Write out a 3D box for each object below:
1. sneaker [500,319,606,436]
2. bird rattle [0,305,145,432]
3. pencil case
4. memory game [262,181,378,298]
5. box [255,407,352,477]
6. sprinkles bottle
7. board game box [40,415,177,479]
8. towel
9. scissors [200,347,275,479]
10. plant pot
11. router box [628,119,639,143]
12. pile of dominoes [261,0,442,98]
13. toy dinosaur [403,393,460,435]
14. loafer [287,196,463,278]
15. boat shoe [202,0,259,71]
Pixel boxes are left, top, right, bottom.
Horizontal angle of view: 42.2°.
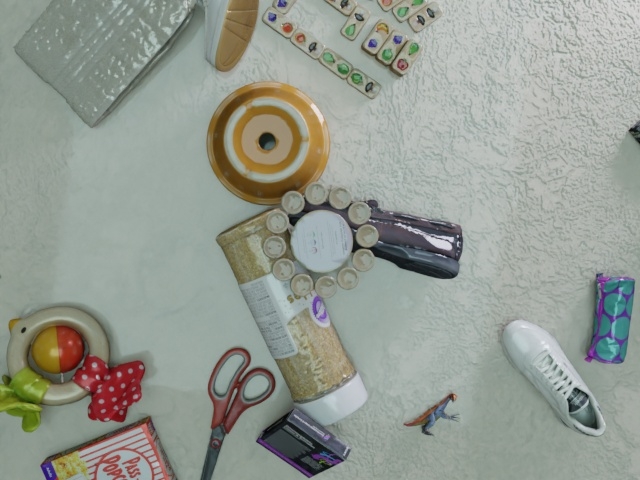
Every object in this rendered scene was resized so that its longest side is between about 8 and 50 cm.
[{"bbox_3d":[0.400,0.231,1.408,0.090,0.095,0.235,-41,93,3],"label":"sneaker"},{"bbox_3d":[-0.420,0.208,1.362,0.253,0.143,0.207,-10,78,-4],"label":"bird rattle"},{"bbox_3d":[0.495,0.135,1.419,0.070,0.064,0.151,3,94,-18],"label":"pencil case"},{"bbox_3d":[0.000,0.000,1.302,0.186,0.012,0.186,0,93,-6],"label":"memory game"},{"bbox_3d":[-0.030,0.338,1.373,0.116,0.162,0.029,36,57,-5],"label":"box"},{"bbox_3d":[-0.047,0.128,1.368,0.121,0.121,0.355,-25,95,0],"label":"sprinkles bottle"},{"bbox_3d":[-0.355,0.405,1.414,0.193,0.045,0.146,-23,95,-1],"label":"board game box"},{"bbox_3d":[-0.345,-0.345,1.342,0.187,0.049,0.282,45,102,-4],"label":"towel"},{"bbox_3d":[-0.183,0.327,1.431,0.109,0.021,0.297,30,94,-7],"label":"scissors"},{"bbox_3d":[-0.084,-0.155,1.311,0.205,0.188,0.205,0,94,-2],"label":"plant pot"},{"bbox_3d":[0.603,-0.194,1.411,0.122,0.038,0.092,-42,94,1],"label":"router box"},{"bbox_3d":[0.057,-0.375,1.375,0.251,0.040,0.196,35,92,-5],"label":"pile of dominoes"},{"bbox_3d":[0.200,0.296,1.433,0.090,0.047,0.082,21,75,7],"label":"toy dinosaur"},{"bbox_3d":[0.096,-0.022,1.384,0.302,0.109,0.095,19,74,-9],"label":"loafer"},{"bbox_3d":[-0.156,-0.416,1.344,0.096,0.098,0.277,15,97,20],"label":"boat shoe"}]
